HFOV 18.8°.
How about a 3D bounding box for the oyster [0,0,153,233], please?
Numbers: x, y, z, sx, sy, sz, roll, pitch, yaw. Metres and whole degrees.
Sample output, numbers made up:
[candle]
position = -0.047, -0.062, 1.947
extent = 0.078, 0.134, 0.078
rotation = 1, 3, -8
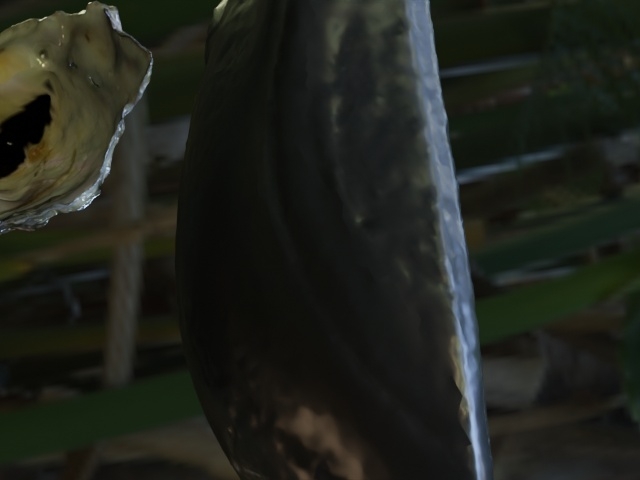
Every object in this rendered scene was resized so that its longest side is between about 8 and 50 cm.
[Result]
[oyster]
position = -0.240, -0.074, 1.471
extent = 0.100, 0.275, 0.271
rotation = 49, 5, -33

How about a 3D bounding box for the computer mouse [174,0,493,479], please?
[computer mouse]
position = 0.000, 0.000, 0.576
extent = 0.147, 0.088, 0.264
rotation = 92, -5, -65
